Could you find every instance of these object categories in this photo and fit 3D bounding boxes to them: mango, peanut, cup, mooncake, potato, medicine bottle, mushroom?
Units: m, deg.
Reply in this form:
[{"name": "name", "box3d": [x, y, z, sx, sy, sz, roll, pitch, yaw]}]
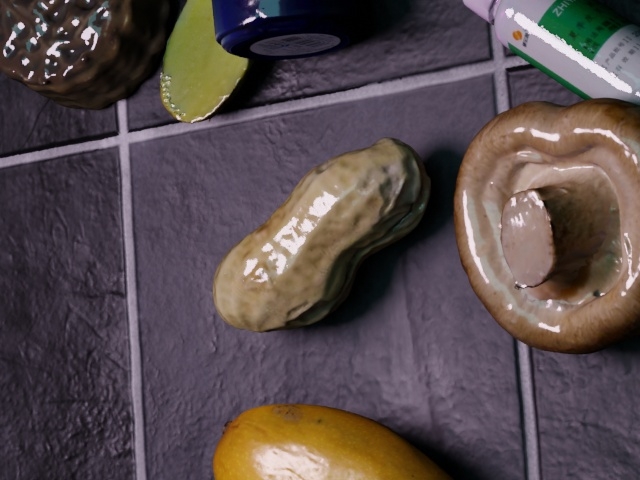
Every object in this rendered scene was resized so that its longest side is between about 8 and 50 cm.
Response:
[{"name": "mango", "box3d": [0.042, 0.281, 1.821, 0.359, 0.144, 0.187, 19, 107, 24]}, {"name": "peanut", "box3d": [0.000, 0.000, 1.879, 0.290, 0.130, 0.130, -45, 65, 20]}, {"name": "cup", "box3d": [-0.009, -0.344, 1.890, 0.255, 0.178, 0.256, -10, 82, 31]}, {"name": "mooncake", "box3d": [-0.298, -0.274, 2.082, 0.228, 0.124, 0.228, -4, 83, 29]}, {"name": "potato", "box3d": [-0.117, -0.227, 2.013, 0.119, 0.054, 0.197, 9, 85, 31]}, {"name": "medicine bottle", "box3d": [0.260, -0.203, 1.763, 0.260, 0.095, 0.095, 37, 104, 27]}, {"name": "mushroom", "box3d": [0.250, -0.022, 1.713, 0.278, 0.146, 0.278, 12, 107, 41]}]
